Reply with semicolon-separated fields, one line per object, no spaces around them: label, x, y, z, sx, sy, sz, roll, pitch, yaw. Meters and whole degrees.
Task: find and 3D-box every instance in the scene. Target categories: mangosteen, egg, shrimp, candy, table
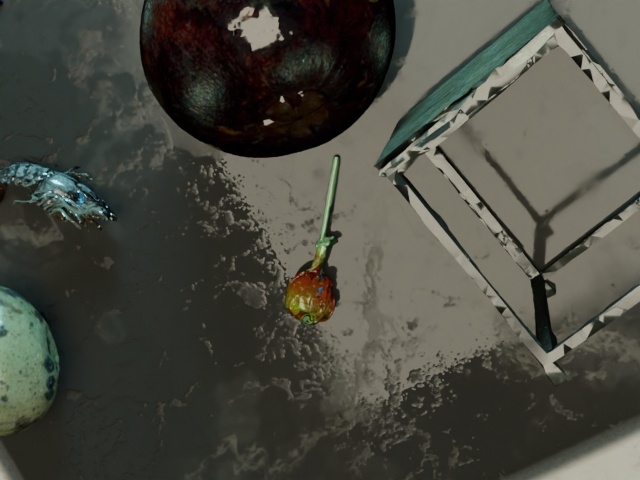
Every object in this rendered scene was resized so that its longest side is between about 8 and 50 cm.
mangosteen;-0.060;-0.229;1.428;0.288;0.288;0.288;2;102;8
egg;-0.383;0.143;1.611;0.141;0.141;0.181;-6;97;10
shrimp;-0.319;-0.055;1.590;0.174;0.082;0.076;13;109;13
candy;0.000;0.000;1.575;0.060;0.060;0.201;12;96;6
table;0.236;-0.065;1.372;0.222;0.335;0.272;-38;95;14

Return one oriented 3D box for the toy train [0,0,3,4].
toy train;-0.397;-0.310;1.577;0.017;0.017;0.083;-28;97;14
